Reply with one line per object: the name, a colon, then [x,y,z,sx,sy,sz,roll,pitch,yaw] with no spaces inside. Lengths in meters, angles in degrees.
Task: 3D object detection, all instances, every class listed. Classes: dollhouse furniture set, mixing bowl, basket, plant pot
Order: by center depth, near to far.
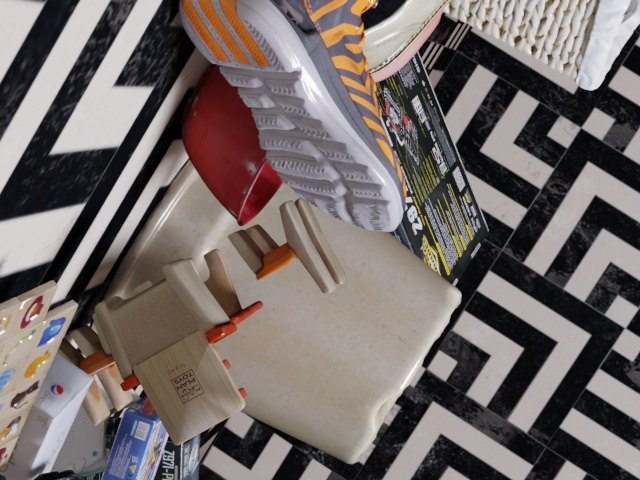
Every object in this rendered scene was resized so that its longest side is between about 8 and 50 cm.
dollhouse furniture set: [-0.108,0.087,1.372,0.262,0.135,0.259,-30,179,9]
mixing bowl: [-0.063,-0.114,1.389,0.181,0.098,0.181,-56,174,-9]
plant pot: [-0.032,0.071,1.639,0.334,0.305,0.334,-56,175,-8]
basket: [0.351,-0.452,2.046,0.328,0.266,0.331,-56,166,-34]

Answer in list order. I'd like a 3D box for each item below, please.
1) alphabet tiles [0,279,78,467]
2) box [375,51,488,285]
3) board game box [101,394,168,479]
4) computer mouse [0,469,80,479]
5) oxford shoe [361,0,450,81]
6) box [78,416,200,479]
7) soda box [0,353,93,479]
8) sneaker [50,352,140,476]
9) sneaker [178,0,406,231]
alphabet tiles: [-0.276,0.133,1.146,0.198,0.009,0.237,-28,153,-51]
box: [0.089,-0.095,1.854,0.079,0.322,0.257,-16,-164,28]
board game box: [-0.201,0.261,1.544,0.136,0.035,0.201,-22,131,-85]
computer mouse: [-0.265,0.199,1.221,0.071,0.041,0.242,-41,165,9]
oxford shoe: [0.128,-0.340,1.603,0.397,0.140,0.146,-58,167,5]
box: [-0.222,0.304,1.775,0.077,0.147,0.180,-34,127,-76]
soda box: [-0.277,0.189,1.339,0.069,0.074,0.216,-49,170,-53]
sneaker: [-0.263,0.219,1.532,0.212,0.094,0.080,-56,175,-20]
sneaker: [0.021,-0.154,1.235,0.180,0.124,0.321,-60,144,-24]
